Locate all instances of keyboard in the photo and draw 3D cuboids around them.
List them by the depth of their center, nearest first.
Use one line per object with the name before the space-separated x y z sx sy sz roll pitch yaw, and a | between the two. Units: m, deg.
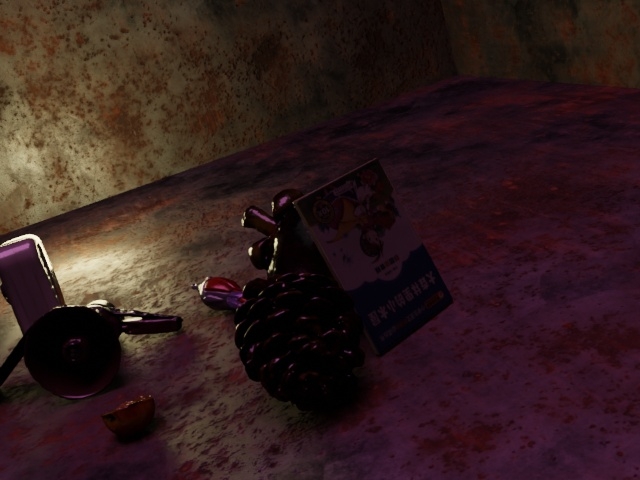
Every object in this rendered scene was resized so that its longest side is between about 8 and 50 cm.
keyboard | -0.635 0.214 1.737 0.381 0.041 0.103 -56 1 24

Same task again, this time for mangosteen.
mangosteen | 0.011 0.018 1.655 0.297 0.293 0.297 -29 12 7

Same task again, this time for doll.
doll | -0.219 0.126 1.890 0.227 0.075 0.102 9 16 34

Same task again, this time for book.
book | 0.107 0.023 1.532 0.228 0.323 0.018 -31 2 -35

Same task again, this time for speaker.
speaker | -0.471 0.186 1.789 0.259 0.198 0.329 -29 9 6

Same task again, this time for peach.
peach | -0.341 0.319 1.460 0.098 0.062 0.098 -18 -5 -2

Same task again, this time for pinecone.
pinecone | -0.037 0.167 1.393 0.224 0.224 0.272 -18 22 -2

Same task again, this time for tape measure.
tape measure | -0.754 0.121 2.113 0.130 0.258 0.265 -23 12 -13
